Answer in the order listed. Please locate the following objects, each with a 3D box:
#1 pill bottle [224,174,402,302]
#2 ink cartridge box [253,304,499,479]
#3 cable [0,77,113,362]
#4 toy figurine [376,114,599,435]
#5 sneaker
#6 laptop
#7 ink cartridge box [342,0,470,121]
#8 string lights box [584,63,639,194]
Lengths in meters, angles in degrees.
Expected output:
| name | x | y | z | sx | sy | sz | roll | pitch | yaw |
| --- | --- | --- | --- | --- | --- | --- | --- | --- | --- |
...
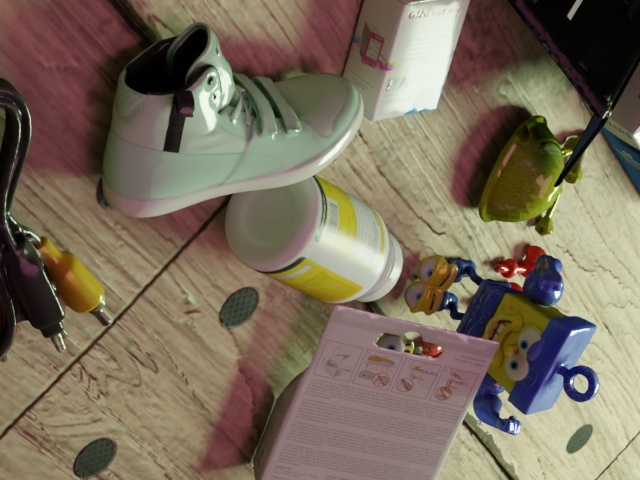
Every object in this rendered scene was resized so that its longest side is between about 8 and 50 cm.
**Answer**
| name | x | y | z | sx | sy | sz | roll | pitch | yaw |
| --- | --- | --- | --- | --- | --- | --- | --- | --- | --- |
| pill bottle | 0.000 | 0.000 | 1.704 | 0.103 | 0.103 | 0.184 | -54 | 144 | 6 |
| ink cartridge box | 0.055 | 0.170 | 1.890 | 0.189 | 0.066 | 0.232 | 13 | 112 | -18 |
| cable | -0.267 | -0.006 | 1.480 | 0.139 | 0.072 | 0.287 | -22 | 126 | -9 |
| toy figurine | 0.236 | 0.077 | 1.930 | 0.191 | 0.217 | 0.362 | 6 | 118 | -49 |
| sneaker | -0.061 | -0.120 | 1.531 | 0.256 | 0.094 | 0.151 | -23 | 143 | -29 |
| laptop | 0.260 | -0.224 | 1.792 | 0.264 | 0.136 | 0.234 | 47 | 61 | -31 |
| ink cartridge box | 0.077 | -0.178 | 1.668 | 0.088 | 0.052 | 0.122 | -13 | 132 | -40 |
| string lights box | 0.398 | -0.125 | 2.040 | 0.133 | 0.077 | 0.260 | -48 | 145 | -3 |
